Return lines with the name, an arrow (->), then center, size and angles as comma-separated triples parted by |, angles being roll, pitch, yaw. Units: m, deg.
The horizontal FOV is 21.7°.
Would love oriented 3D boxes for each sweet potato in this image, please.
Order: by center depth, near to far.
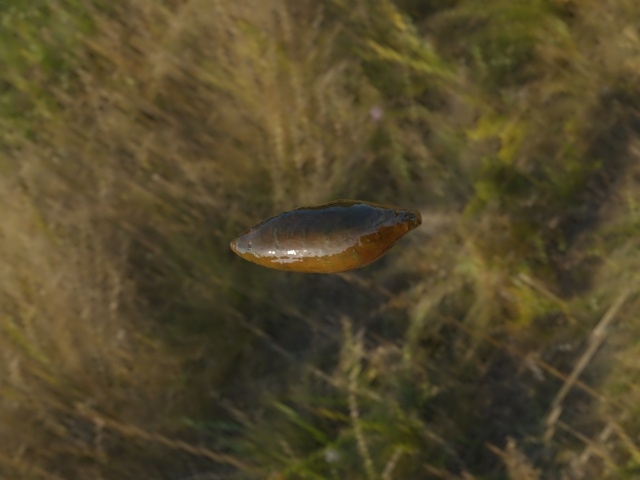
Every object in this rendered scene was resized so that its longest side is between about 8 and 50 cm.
sweet potato -> 0.000, 0.000, 0.743 | 0.095, 0.034, 0.034 | -10, 51, 27
